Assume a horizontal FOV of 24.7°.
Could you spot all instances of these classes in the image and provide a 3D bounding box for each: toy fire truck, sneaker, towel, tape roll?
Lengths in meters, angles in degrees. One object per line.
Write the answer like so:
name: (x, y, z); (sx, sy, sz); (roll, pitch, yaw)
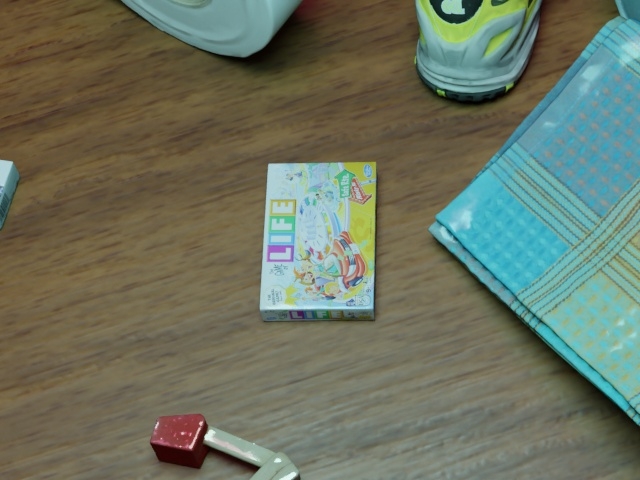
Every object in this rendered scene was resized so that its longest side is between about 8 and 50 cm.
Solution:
toy fire truck: (-0.056, 0.223, 1.223); (0.192, 0.047, 0.135); (7, 61, 9)
sneaker: (0.190, -0.324, 1.437); (0.145, 0.147, 0.384); (9, 62, 12)
towel: (0.285, -0.008, 1.216); (0.271, 0.040, 0.370); (-48, 49, 5)
tape roll: (-0.133, -0.307, 1.382); (0.286, 0.286, 0.100); (30, 69, 20)

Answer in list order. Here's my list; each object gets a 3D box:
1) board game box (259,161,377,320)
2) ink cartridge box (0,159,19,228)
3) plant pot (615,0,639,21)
board game box: (0.000, 0.000, 1.349); (0.103, 0.026, 0.154); (-1, 62, 5)
ink cartridge box: (-0.356, -0.051, 1.410); (0.115, 0.029, 0.062); (9, 63, 10)
plant pot: (0.437, -0.282, 1.333); (0.196, 0.293, 0.293); (-1, 55, -35)
